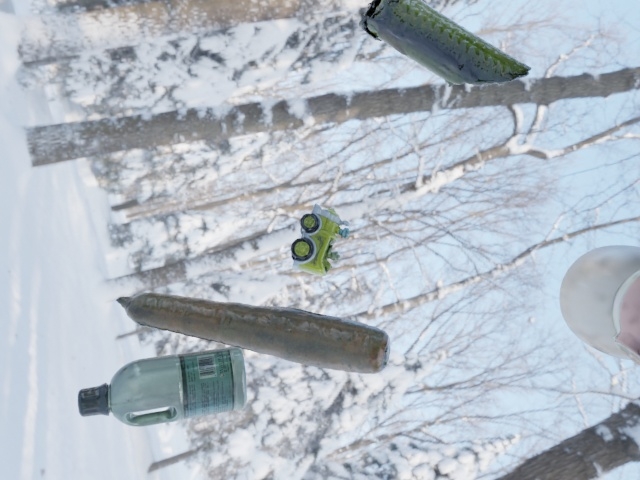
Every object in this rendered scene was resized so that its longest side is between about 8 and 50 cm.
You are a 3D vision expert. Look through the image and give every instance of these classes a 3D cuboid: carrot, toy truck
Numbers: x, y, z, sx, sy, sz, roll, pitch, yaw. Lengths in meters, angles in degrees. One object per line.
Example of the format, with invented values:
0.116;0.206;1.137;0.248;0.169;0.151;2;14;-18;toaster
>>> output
-0.085;0.105;0.712;0.070;0.343;0.070;9;90;-82;carrot
0.000;0.000;0.902;0.076;0.077;0.111;98;12;-81;toy truck

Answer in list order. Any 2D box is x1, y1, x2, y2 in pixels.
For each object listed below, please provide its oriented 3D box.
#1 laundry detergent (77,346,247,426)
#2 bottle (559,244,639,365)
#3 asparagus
-0.219;0.210;0.818;0.070;0.226;0.099;-133;-139;-60;laundry detergent
0.392;0.082;0.697;0.236;0.148;0.147;-13;89;-83;bottle
0.264;-0.423;1.272;0.382;0.108;0.128;36;-66;12;asparagus
